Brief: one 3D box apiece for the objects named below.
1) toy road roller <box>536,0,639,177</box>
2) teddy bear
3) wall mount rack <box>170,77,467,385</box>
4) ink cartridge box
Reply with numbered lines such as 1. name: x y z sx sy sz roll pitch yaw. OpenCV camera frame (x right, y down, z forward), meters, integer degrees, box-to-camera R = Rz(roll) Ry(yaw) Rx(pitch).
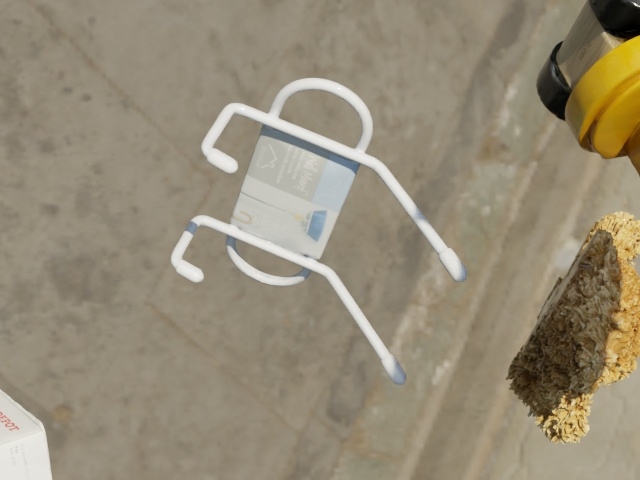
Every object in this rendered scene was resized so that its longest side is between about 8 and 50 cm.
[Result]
1. toy road roller: 0.416 -0.168 1.371 0.329 0.202 0.241 -10 61 -22
2. teddy bear: 0.286 0.097 1.345 0.113 0.338 0.245 27 61 7
3. wall mount rack: 0.000 0.000 1.405 0.304 0.350 0.130 23 50 0
4. ink cartridge box: -0.349 0.208 1.119 0.190 0.139 0.082 -14 107 -30
